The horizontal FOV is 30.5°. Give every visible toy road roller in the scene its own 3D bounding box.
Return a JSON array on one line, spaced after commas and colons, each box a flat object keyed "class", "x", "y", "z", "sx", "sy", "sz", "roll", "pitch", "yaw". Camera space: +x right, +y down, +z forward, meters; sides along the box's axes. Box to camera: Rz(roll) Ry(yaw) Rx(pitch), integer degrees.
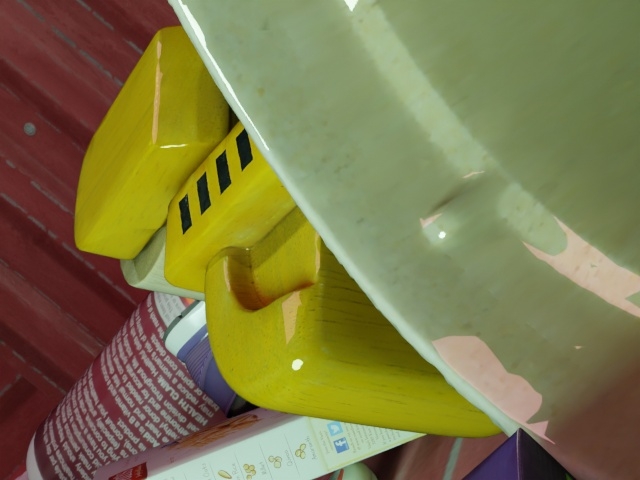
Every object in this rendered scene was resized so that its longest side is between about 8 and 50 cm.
[{"class": "toy road roller", "x": 0.000, "y": 0.000, "z": 0.635, "sx": 0.329, "sy": 0.203, "sz": 0.240, "roll": -40, "pitch": 43, "yaw": 52}]

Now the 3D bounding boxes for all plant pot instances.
[{"class": "plant pot", "x": 0.128, "y": -0.140, "z": 0.357, "sx": 0.305, "sy": 0.334, "sz": 0.334, "roll": -34, "pitch": -2, "yaw": -14}]

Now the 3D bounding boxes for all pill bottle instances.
[{"class": "pill bottle", "x": -0.145, "y": 0.196, "z": 1.157, "sx": 0.392, "sy": 0.224, "sz": 0.224, "roll": -49, "pitch": 3, "yaw": 13}]

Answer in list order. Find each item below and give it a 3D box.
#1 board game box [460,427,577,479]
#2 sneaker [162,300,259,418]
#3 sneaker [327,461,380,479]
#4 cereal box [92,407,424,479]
[{"class": "board game box", "x": 0.016, "y": 0.137, "z": 0.291, "sx": 0.141, "sy": 0.048, "sz": 0.170, "roll": -47, "pitch": 3, "yaw": 15}, {"class": "sneaker", "x": 0.012, "y": 0.038, "z": 0.942, "sx": 0.283, "sy": 0.124, "sz": 0.107, "roll": -44, "pitch": -13, "yaw": 19}, {"class": "sneaker", "x": -0.019, "y": 0.185, "z": 0.749, "sx": 0.057, "sy": 0.075, "sz": 0.161, "roll": -48, "pitch": 3, "yaw": 42}, {"class": "cereal box", "x": -0.042, "y": 0.145, "z": 0.820, "sx": 0.240, "sy": 0.047, "sz": 0.173, "roll": -19, "pitch": -1, "yaw": -9}]
